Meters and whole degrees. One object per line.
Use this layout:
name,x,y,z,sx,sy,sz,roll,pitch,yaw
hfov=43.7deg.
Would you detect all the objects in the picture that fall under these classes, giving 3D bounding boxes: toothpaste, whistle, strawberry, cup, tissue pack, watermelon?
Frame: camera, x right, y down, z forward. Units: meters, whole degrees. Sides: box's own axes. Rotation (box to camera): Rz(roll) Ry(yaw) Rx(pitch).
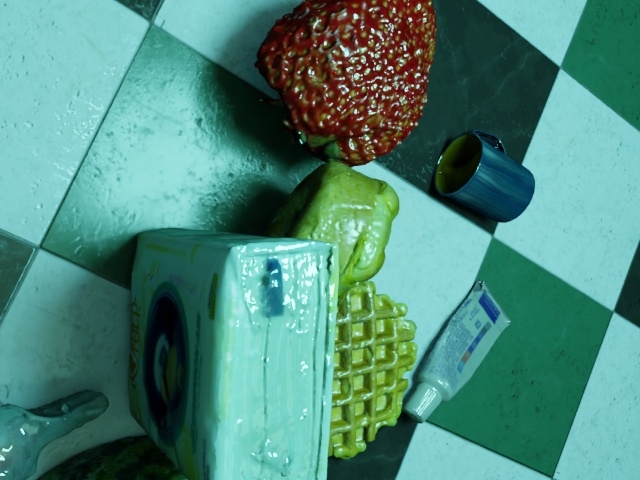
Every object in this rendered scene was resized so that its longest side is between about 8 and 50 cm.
toothpaste,0.235,0.199,1.394,0.282,0.068,0.099,-49,144,-27
whistle,-0.427,0.269,0.989,0.347,0.189,0.189,-34,108,-37
strawberry,0.052,-0.247,1.146,0.261,0.257,0.261,48,28,-35
cup,0.290,-0.119,1.369,0.138,0.113,0.150,25,83,-29
tissue pack,-0.126,0.132,1.003,0.162,0.388,0.288,2,92,-26
watermelon,-0.239,0.389,1.115,0.310,0.193,0.232,9,69,-41

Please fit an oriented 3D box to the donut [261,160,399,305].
donut,0.000,0.000,1.134,0.128,0.261,0.209,30,48,-15

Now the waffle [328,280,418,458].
waffle,0.031,0.197,1.279,0.281,0.058,0.301,21,83,-26
